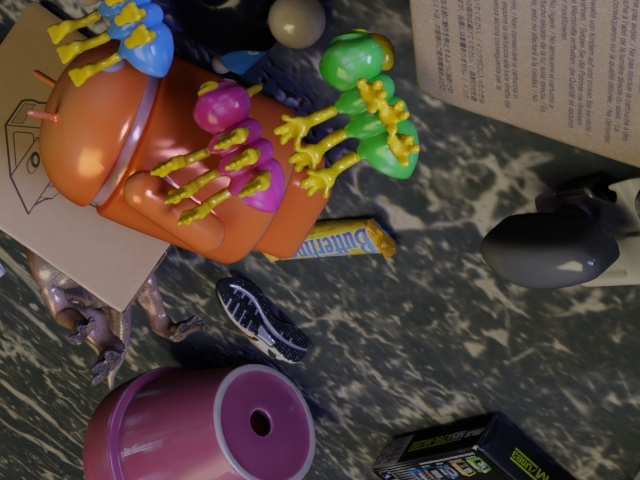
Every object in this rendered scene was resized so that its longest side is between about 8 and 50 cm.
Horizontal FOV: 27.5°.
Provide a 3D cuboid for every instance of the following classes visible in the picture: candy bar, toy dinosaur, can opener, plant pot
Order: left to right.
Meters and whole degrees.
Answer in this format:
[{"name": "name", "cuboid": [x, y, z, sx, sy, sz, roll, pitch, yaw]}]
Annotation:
[{"name": "toy dinosaur", "cuboid": [-0.216, 0.006, 1.161, 0.200, 0.127, 0.295, 43, 163, 31]}, {"name": "plant pot", "cuboid": [-0.111, 0.212, 1.328, 0.201, 0.201, 0.180, 46, 135, -17]}, {"name": "candy bar", "cuboid": [0.000, 0.000, 1.058, 0.161, 0.018, 0.040, -3, 133, 50]}, {"name": "can opener", "cuboid": [0.208, 0.001, 0.750, 0.074, 0.093, 0.280, 57, 152, -13]}]

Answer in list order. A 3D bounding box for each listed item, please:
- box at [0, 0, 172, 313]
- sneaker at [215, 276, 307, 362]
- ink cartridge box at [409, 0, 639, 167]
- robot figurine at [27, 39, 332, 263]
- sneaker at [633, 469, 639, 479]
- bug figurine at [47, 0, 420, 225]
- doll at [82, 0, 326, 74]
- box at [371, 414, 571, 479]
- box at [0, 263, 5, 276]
[{"name": "box", "cuboid": [-0.190, -0.064, 1.028, 0.201, 0.164, 0.021, 35, -179, 1]}, {"name": "sneaker", "cuboid": [-0.062, 0.077, 1.214, 0.109, 0.040, 0.044, 48, 151, -20]}, {"name": "ink cartridge box", "cuboid": [0.140, -0.147, 0.619, 0.193, 0.088, 0.234, 21, 148, 22]}, {"name": "robot figurine", "cuboid": [-0.102, -0.063, 0.925, 0.219, 0.158, 0.128, 22, 154, -18]}, {"name": "sneaker", "cuboid": [0.312, 0.244, 1.021, 0.147, 0.104, 0.295, 18, 142, 0]}, {"name": "bug figurine", "cuboid": [-0.038, -0.121, 0.772, 0.279, 0.072, 0.216, -15, 101, 44]}, {"name": "doll", "cuboid": [-0.082, -0.166, 0.870, 0.189, 0.046, 0.129, 22, 147, 23]}, {"name": "box", "cuboid": [0.166, 0.244, 1.214, 0.184, 0.045, 0.191, 44, 150, -11]}, {"name": "box", "cuboid": [-0.421, -0.105, 1.188, 0.322, 0.058, 0.232, 43, 164, 42]}]
